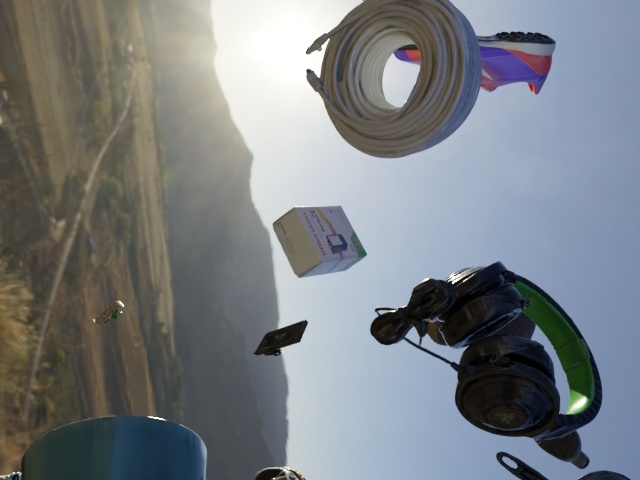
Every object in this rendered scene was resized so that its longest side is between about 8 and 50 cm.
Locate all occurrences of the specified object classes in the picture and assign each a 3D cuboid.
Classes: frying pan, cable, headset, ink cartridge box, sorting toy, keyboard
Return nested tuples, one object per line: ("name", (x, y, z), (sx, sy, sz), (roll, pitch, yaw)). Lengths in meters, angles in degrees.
("frying pan", (0.486, 0.468, 1.188), (0.326, 0.197, 0.053), (57, -12, -3))
("cable", (0.116, -0.250, 0.993), (0.257, 0.089, 0.257), (-34, -109, 32))
("headset", (0.240, 0.125, 0.864), (0.185, 0.394, 0.243), (-49, -138, 40))
("ink cartridge box", (0.000, 0.000, 1.623), (0.093, 0.212, 0.154), (-36, -107, 32))
("sorting toy", (-0.398, 0.142, 1.237), (0.012, 0.062, 0.083), (57, -19, -19))
("keyboard", (-0.110, 0.275, 1.762), (0.180, 0.023, 0.108), (-26, -156, 43))

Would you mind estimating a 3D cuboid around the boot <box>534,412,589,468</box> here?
("boot", (0.532, 0.441, 1.426), (0.161, 0.083, 0.246), (40, -1, -9))

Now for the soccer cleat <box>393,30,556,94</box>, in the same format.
("soccer cleat", (0.292, -0.345, 1.276), (0.108, 0.318, 0.116), (-96, -173, -63))

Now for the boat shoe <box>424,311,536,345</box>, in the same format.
("boat shoe", (0.348, 0.178, 1.489), (0.123, 0.342, 0.123), (38, -65, 53))

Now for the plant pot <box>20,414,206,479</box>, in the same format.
("plant pot", (-0.316, 0.449, 1.005), (0.293, 0.293, 0.235), (93, -12, -46))

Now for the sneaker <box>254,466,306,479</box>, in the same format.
("sneaker", (-0.060, 0.485, 1.224), (0.215, 0.083, 0.084), (14, -96, 46))

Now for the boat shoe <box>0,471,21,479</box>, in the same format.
("boat shoe", (-0.758, 0.605, 1.622), (0.076, 0.226, 0.083), (-54, -134, 22))
